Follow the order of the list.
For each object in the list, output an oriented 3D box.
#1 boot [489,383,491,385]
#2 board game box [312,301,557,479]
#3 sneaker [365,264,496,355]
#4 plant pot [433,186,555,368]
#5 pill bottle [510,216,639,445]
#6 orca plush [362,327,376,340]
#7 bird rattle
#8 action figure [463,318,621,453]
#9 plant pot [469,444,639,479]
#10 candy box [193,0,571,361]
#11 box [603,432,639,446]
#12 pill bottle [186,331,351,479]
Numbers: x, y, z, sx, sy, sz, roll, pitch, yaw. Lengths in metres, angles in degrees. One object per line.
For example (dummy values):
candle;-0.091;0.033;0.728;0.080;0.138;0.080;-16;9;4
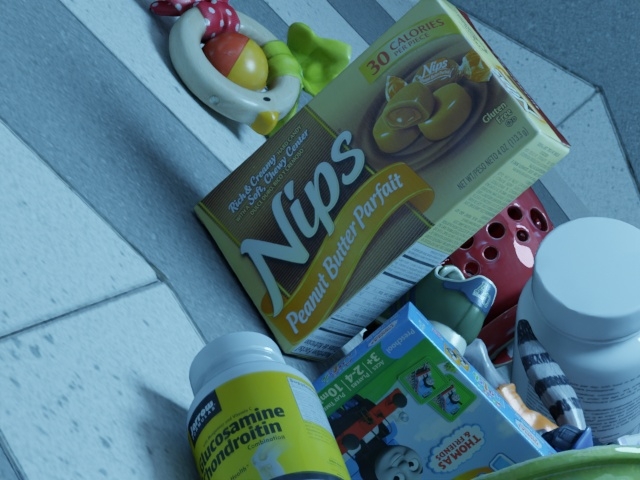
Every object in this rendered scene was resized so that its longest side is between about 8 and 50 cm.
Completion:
boot;0.087;0.167;1.575;0.099;0.121;0.045;19;-7;22
board game box;0.087;0.178;1.502;0.211;0.160;0.039;45;17;-13
sneaker;0.107;0.064;1.702;0.064;0.086;0.192;40;-12;-19
plant pot;0.204;0.044;2.097;0.174;0.191;0.191;57;17;17
pill bottle;0.289;0.115;1.932;0.283;0.160;0.160;87;-21;-51
orca plush;0.100;0.191;1.628;0.102;0.151;0.287;-8;50;-32
bird rattle;-0.094;-0.222;2.052;0.253;0.143;0.207;42;33;-14
action figure;0.255;0.206;1.717;0.330;0.178;0.341;39;-23;28
plant pot;0.183;0.323;1.295;0.276;0.276;0.254;28;37;-53
candy box;0.052;-0.056;1.671;0.183;0.316;0.087;56;18;25
box;0.354;0.357;1.811;0.063;0.067;0.324;-4;69;-46
pill bottle;-0.041;0.154;1.314;0.103;0.103;0.184;36;19;-39
